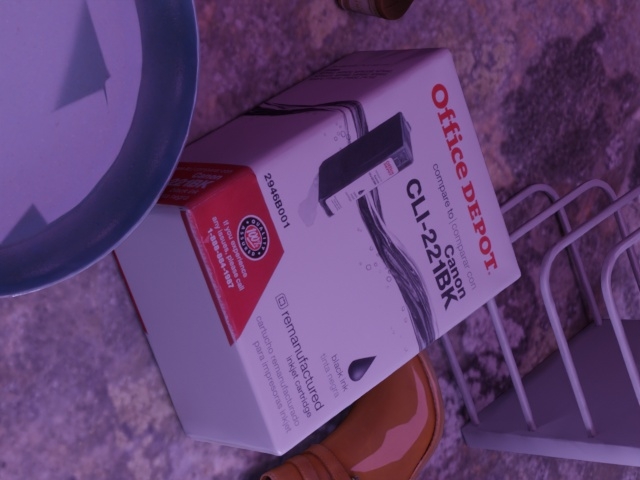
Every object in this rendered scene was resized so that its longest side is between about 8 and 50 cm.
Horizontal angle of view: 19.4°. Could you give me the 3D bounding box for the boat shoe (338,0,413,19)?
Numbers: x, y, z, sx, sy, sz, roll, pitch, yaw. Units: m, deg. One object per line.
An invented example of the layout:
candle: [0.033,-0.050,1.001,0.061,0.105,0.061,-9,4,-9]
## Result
boat shoe: [0.068,-0.233,1.457,0.153,0.048,0.056,-59,142,-26]

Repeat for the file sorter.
file sorter: [0.247,0.054,1.484,0.193,0.278,0.173,-33,110,-35]

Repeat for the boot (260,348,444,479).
boot: [0.016,0.163,1.421,0.152,0.073,0.197,-6,94,-37]

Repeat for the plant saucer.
plant saucer: [-0.223,-0.121,1.179,0.317,0.044,0.317,-1,91,-34]

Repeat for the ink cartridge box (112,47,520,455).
ink cartridge box: [0.000,0.000,1.362,0.273,0.114,0.197,-34,114,-35]
